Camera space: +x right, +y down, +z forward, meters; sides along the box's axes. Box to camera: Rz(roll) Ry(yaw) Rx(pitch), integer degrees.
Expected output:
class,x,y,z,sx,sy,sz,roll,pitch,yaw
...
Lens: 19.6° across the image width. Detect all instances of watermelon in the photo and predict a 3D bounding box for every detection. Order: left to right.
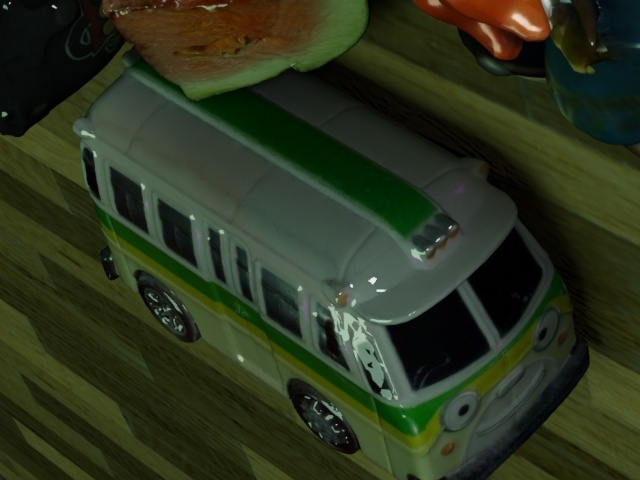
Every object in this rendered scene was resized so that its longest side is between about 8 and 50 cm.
class,x,y,z,sx,sy,sz,roll,pitch,yaw
watermelon,-0.036,-0.153,0.971,0.145,0.137,0.193,-7,122,16

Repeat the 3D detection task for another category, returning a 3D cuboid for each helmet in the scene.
class,x,y,z,sx,sy,sz,roll,pitch,yaw
helmet,-0.192,-0.199,1.080,0.279,0.160,0.230,48,165,43

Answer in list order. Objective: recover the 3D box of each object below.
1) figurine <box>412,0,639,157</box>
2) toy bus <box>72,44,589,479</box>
class,x,y,z,sx,sy,sz,roll,pitch,yaw
figurine,0.077,-0.147,0.637,0.412,0.241,0.306,42,-169,-42
toy bus,0.000,0.000,1.092,0.305,0.143,0.179,33,153,34
